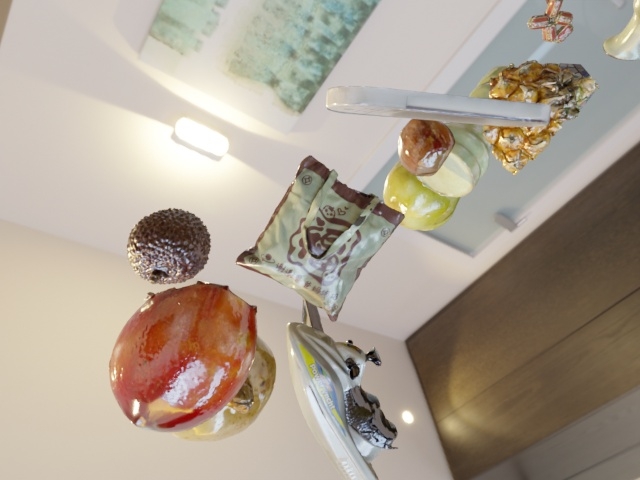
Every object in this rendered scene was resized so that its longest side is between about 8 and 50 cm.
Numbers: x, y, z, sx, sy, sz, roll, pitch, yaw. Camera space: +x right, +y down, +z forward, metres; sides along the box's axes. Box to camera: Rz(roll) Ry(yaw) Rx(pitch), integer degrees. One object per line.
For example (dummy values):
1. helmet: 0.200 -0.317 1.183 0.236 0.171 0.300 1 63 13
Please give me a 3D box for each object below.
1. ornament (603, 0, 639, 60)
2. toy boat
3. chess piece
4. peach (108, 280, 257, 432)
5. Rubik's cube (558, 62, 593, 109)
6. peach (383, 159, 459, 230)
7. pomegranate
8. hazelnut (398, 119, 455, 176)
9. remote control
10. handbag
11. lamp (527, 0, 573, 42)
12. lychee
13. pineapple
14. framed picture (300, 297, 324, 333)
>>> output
1. ornament: 0.504 -0.354 0.728 0.075 0.156 0.081 7 -114 6
2. toy boat: 0.036 0.236 0.716 0.141 0.140 0.269 -40 -62 -60
3. chess piece: 0.493 -0.364 1.531 0.234 0.234 0.442 41 -109 0
4. peach: -0.271 0.219 0.986 0.281 0.338 0.281 33 -172 -5
5. Rubik's cube: 0.511 -0.314 1.005 0.111 0.093 0.111 -1 -129 1
6. peach: 0.412 -0.203 1.934 0.315 0.281 0.314 -17 -102 -10
7. pomegranate: -0.306 0.406 1.410 0.410 0.410 0.410 29 -148 -20
8. hazelnut: 0.254 -0.233 1.193 0.143 0.154 0.143 3 -113 -7
9. remote control: 0.126 -0.137 0.498 0.245 0.022 0.077 1 -172 -14
10. handbag: 0.000 0.000 0.834 0.213 0.235 0.127 32 -170 -8
11. lamp: 0.383 -0.359 0.785 0.083 0.063 0.031 22 -143 -30
12. lychee: -0.519 0.025 1.655 0.275 0.276 0.304 28 -130 -21
13. pineapple: 0.391 -0.262 0.872 0.140 0.250 0.164 30 173 -16
14. framed picture: -0.020 0.206 1.023 0.023 0.128 0.168 0 -153 -11
